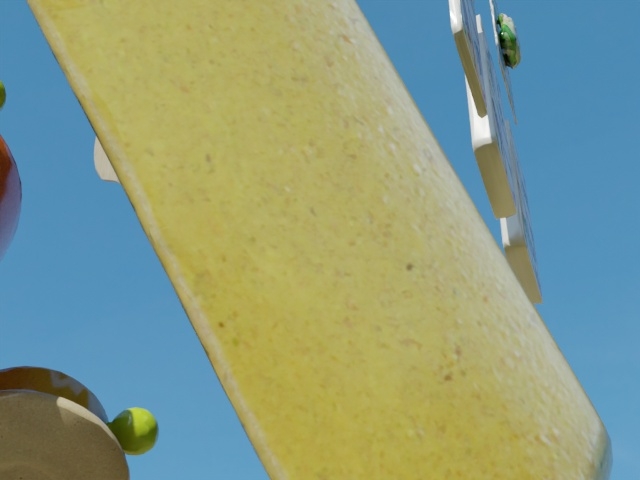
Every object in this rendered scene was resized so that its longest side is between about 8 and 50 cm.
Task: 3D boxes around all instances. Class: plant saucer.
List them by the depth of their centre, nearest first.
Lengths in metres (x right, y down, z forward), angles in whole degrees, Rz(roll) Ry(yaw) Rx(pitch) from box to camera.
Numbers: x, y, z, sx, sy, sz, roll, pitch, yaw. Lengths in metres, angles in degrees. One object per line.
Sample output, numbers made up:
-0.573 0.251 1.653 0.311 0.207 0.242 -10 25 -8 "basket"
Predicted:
0.000 0.000 0.483 0.081 0.333 0.333 -29 -15 -1 "plant saucer"

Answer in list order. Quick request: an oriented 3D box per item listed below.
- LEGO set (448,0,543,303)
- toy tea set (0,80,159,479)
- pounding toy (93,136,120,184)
0.053 -0.114 0.635 0.060 0.244 0.182 -11 -39 12 "LEGO set"
-0.244 0.059 0.559 0.336 0.124 0.200 -15 -64 -1 "toy tea set"
-0.073 -0.153 1.094 0.155 0.269 0.154 8 -8 -38 "pounding toy"
